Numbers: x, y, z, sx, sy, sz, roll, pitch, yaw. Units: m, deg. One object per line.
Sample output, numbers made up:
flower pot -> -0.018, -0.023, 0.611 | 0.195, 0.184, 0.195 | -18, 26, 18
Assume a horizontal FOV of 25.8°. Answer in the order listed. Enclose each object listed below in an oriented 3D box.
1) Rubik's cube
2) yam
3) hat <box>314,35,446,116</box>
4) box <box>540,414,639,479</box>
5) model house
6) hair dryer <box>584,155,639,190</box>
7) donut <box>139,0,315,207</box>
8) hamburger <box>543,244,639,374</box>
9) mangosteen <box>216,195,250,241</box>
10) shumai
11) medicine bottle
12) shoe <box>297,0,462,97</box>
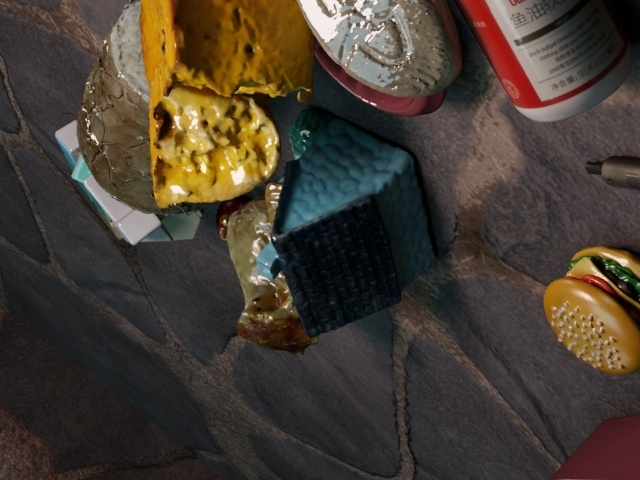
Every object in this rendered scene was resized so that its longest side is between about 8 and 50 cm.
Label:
Rubik's cube -> -0.279, -0.118, 2.244 | 0.213, 0.224, 0.265 | 47, 165, 37
yam -> -0.213, -0.195, 1.989 | 0.241, 0.241, 0.348 | 43, 154, 4
hat -> 0.071, -0.234, 1.625 | 0.205, 0.089, 0.205 | 34, 159, 15
box -> 0.445, 0.340, 1.868 | 0.193, 0.167, 0.294 | 47, 157, -9
model house -> 0.000, 0.000, 1.947 | 0.226, 0.241, 0.261 | 25, 151, 33
hair dryer -> 0.374, -0.048, 1.481 | 0.195, 0.078, 0.248 | 55, 164, -24
donut -> -0.119, -0.263, 1.625 | 0.435, 0.163, 0.377 | 121, 144, -71
hamburger -> 0.346, 0.083, 1.662 | 0.162, 0.115, 0.162 | 36, 154, 21
mangosteen -> -0.138, -0.033, 2.321 | 0.081, 0.081, 0.081 | 36, 156, 19
shumai -> -0.079, 0.061, 2.200 | 0.225, 0.222, 0.261 | 46, 164, -19
medicine bottle -> 0.196, -0.244, 1.344 | 0.131, 0.131, 0.250 | 8, 138, 55
shoe -> 0.049, -0.301, 1.425 | 0.342, 0.210, 0.132 | 51, 125, 9
